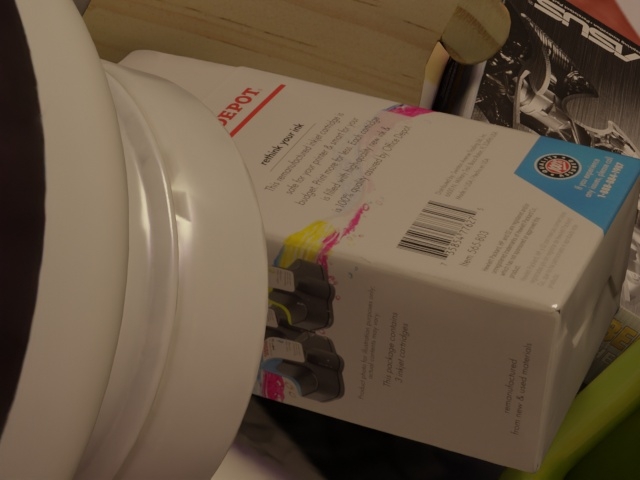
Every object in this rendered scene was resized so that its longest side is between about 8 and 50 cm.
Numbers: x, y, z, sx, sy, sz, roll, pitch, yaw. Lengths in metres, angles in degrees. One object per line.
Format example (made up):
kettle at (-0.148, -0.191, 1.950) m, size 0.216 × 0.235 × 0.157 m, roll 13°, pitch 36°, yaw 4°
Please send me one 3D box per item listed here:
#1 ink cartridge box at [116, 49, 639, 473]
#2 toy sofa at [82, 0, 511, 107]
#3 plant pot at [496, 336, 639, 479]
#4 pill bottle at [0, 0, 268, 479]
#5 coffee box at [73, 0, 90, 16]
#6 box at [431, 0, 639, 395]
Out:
ink cartridge box at (0.000, 0.000, 0.605) m, size 0.181 × 0.061 × 0.104 m, roll 15°, pitch 31°, yaw 17°
toy sofa at (-0.099, -0.166, 0.680) m, size 0.363 × 0.177 × 0.150 m, roll 15°, pitch 24°, yaw -25°
plant pot at (0.214, 0.121, 0.547) m, size 0.207 × 0.228 × 0.227 m, roll 19°, pitch 41°, yaw -32°
pill bottle at (-0.166, -0.004, 0.365) m, size 0.323 × 0.181 × 0.181 m, roll 10°, pitch 42°, yaw -46°
coffee box at (-0.199, -0.083, 0.502) m, size 0.247 × 0.141 × 0.098 m, roll 11°, pitch 42°, yaw -33°
box at (0.145, 0.010, 0.751) m, size 0.231 × 0.056 × 0.183 m, roll 31°, pitch 36°, yaw -7°
